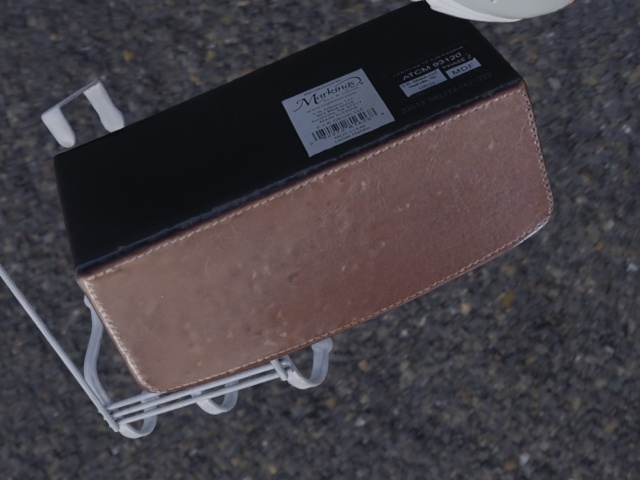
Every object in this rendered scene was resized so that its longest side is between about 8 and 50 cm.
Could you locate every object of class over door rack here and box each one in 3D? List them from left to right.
[{"bbox_3d":[-0.167,0.018,1.055,0.240,0.108,0.324,-22,120,36],"label":"over door rack"}]

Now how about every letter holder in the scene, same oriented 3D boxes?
[{"bbox_3d":[0.000,0.000,0.877,0.302,0.152,0.214,-23,127,-3],"label":"letter holder"}]

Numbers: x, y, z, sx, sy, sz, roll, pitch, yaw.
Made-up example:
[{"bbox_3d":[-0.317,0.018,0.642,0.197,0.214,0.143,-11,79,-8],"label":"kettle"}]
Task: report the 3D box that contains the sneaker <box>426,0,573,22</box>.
[{"bbox_3d":[0.041,-0.182,0.471,0.262,0.099,0.121,43,162,-31],"label":"sneaker"}]
